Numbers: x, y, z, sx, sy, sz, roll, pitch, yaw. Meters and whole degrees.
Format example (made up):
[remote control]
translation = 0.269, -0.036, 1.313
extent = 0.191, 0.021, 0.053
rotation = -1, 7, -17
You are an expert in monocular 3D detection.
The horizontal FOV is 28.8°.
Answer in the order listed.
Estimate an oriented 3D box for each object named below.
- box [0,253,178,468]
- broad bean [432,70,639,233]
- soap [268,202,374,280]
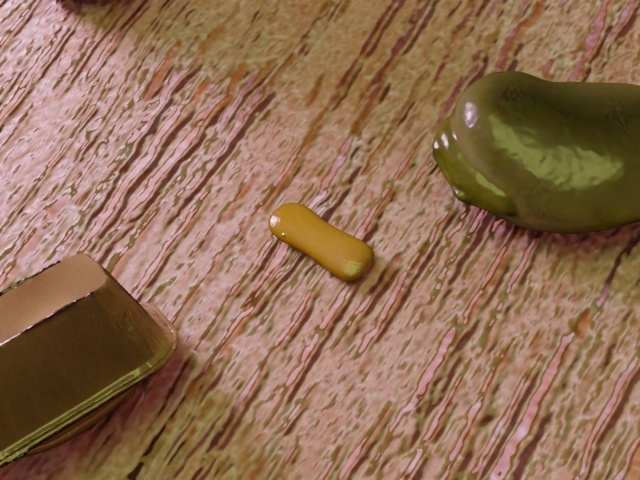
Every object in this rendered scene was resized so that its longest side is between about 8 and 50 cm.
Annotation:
[box]
translation = -0.184, 0.087, 0.830
extent = 0.177, 0.111, 0.111
rotation = -32, 56, -14
[broad bean]
translation = 0.166, -0.062, 0.853
extent = 0.175, 0.082, 0.124
rotation = 7, 57, 18
[soap]
translation = 0.000, 0.000, 0.891
extent = 0.089, 0.012, 0.034
rotation = 33, 69, 28
